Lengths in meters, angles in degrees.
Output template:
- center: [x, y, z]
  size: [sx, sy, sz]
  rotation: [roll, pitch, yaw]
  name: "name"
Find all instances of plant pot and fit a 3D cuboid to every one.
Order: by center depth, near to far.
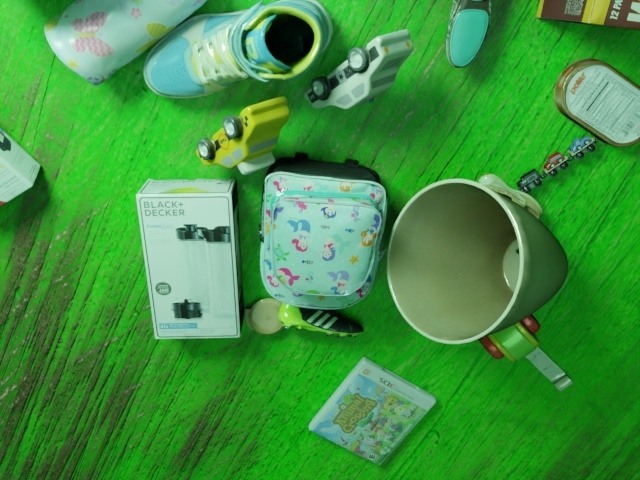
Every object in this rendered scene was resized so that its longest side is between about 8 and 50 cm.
- center: [0.297, 0.040, 0.990]
  size: [0.274, 0.256, 0.257]
  rotation: [5, 118, -42]
  name: "plant pot"

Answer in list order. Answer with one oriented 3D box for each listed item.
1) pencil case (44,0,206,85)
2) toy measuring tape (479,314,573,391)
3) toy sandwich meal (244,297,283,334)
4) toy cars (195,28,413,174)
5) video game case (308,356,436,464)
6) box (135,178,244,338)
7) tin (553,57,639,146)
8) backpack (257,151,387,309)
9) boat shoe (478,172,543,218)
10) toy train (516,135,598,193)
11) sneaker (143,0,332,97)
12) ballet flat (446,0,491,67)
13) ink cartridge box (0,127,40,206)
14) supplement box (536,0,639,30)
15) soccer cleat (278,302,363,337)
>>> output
- center: [-0.288, -0.361, 0.885]
  size: [0.273, 0.113, 0.124]
  rotation: [-35, 99, 12]
  name: "pencil case"
- center: [0.409, 0.218, 1.145]
  size: [0.121, 0.121, 0.330]
  rotation: [-41, 108, 15]
  name: "toy measuring tape"
- center: [-0.107, 0.150, 1.152]
  size: [0.085, 0.029, 0.086]
  rotation: [-2, 104, -8]
  name: "toy sandwich meal"
- center: [-0.025, -0.199, 0.918]
  size: [0.393, 0.176, 0.087]
  rotation: [-26, 94, 10]
  name: "toy cars"
- center: [0.111, 0.374, 1.252]
  size: [0.193, 0.023, 0.212]
  rotation: [31, 109, -13]
  name: "video game case"
- center: [-0.233, 0.036, 1.067]
  size: [0.169, 0.087, 0.290]
  rotation: [0, 113, -2]
  name: "box"
- center: [0.493, -0.236, 0.998]
  size: [0.189, 0.040, 0.106]
  rotation: [28, 105, -12]
  name: "tin"
- center: [0.000, 0.000, 1.012]
  size: [0.225, 0.191, 0.254]
  rotation: [6, 118, -5]
  name: "backpack"
- center: [0.341, -0.068, 1.051]
  size: [0.135, 0.045, 0.050]
  rotation: [29, 145, -6]
  name: "boat shoe"
- center: [0.424, -0.140, 1.042]
  size: [0.158, 0.027, 0.036]
  rotation: [-35, 99, 13]
  name: "toy train"
- center: [-0.137, -0.285, 0.868]
  size: [0.318, 0.208, 0.127]
  rotation: [-18, 113, 7]
  name: "sneaker"
- center: [0.238, -0.373, 0.919]
  size: [0.070, 0.070, 0.189]
  rotation: [8, 117, -5]
  name: "ballet flat"
- center: [-0.588, -0.139, 0.967]
  size: [0.127, 0.072, 0.175]
  rotation: [-28, 129, 11]
  name: "ink cartridge box"
- center: [0.458, -0.379, 0.849]
  size: [0.191, 0.194, 0.129]
  rotation: [5, 113, -3]
  name: "supplement box"
- center: [0.006, 0.149, 1.138]
  size: [0.178, 0.060, 0.072]
  rotation: [13, 80, -16]
  name: "soccer cleat"
